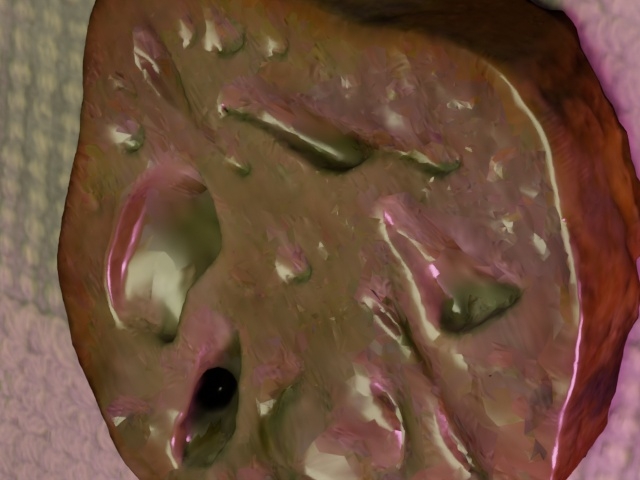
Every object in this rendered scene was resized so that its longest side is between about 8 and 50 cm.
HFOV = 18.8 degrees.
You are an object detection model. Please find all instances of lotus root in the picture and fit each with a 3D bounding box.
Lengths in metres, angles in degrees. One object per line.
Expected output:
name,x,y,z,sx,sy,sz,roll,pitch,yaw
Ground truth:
lotus root,0.000,0.000,1.090,0.390,0.111,0.375,-36,83,41
